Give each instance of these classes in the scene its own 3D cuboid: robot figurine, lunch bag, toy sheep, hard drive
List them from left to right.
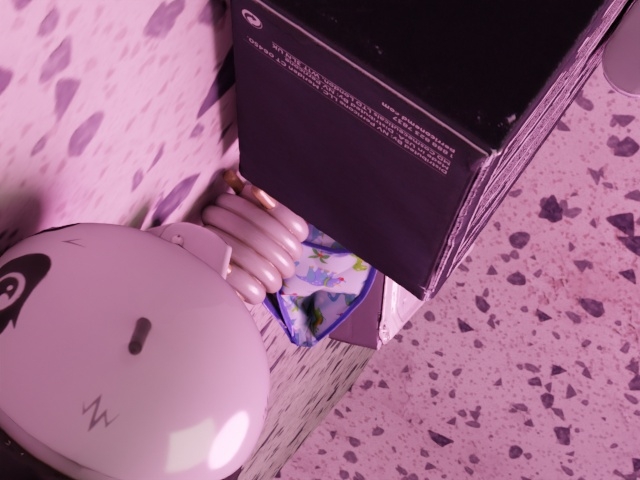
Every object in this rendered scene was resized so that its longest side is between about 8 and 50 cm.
[{"bbox_3d":[-0.144,0.121,0.723,0.173,0.209,0.278,3,128,-46],"label":"robot figurine"},{"bbox_3d":[-0.053,-0.002,1.012,0.132,0.091,0.091,-52,171,-8],"label":"toy sheep"},{"bbox_3d":[0.000,0.000,1.143,0.151,0.096,0.129,103,-5,-54],"label":"lunch bag"},{"bbox_3d":[0.105,-0.055,1.425,0.339,0.064,0.237,-37,135,-61],"label":"hard drive"}]

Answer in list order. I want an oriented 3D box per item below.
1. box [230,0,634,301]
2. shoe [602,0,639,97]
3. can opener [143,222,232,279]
[{"bbox_3d":[0.093,-0.155,0.864,0.296,0.183,0.294,-53,170,-16],"label":"box"},{"bbox_3d":[0.244,-0.169,0.854,0.178,0.063,0.081,-53,175,19],"label":"shoe"},{"bbox_3d":[-0.108,0.121,0.874,0.093,0.074,0.280,43,56,-60],"label":"can opener"}]
